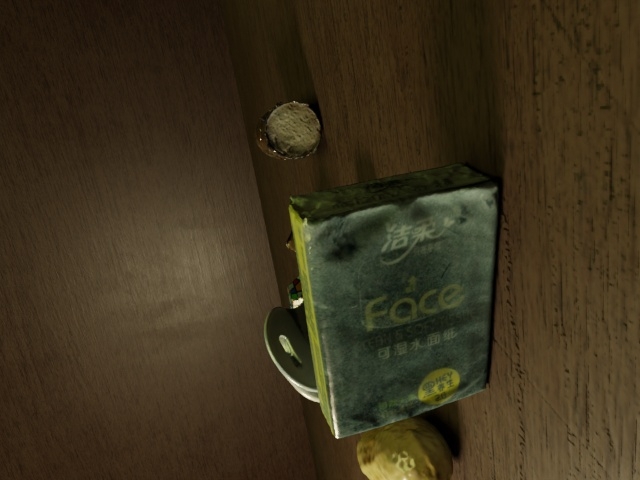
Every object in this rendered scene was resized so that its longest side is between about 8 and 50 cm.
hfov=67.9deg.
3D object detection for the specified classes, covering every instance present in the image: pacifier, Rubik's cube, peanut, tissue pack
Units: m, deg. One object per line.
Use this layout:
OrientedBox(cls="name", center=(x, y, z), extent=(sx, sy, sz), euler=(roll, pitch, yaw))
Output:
OrientedBox(cls="pacifier", center=(0.022, 0.200, 0.996), extent=(0.207, 0.279, 0.227), euler=(-46, 71, 28))
OrientedBox(cls="Rubik's cube", center=(-0.031, 0.151, 1.295), extent=(0.111, 0.133, 0.133), euler=(-69, -24, -57))
OrientedBox(cls="peanut", center=(0.128, 0.346, 0.748), extent=(0.274, 0.111, 0.125), euler=(103, 147, -66))
OrientedBox(cls="tissue pack", center=(0.077, 0.063, 0.485), extent=(0.081, 0.186, 0.256), euler=(-126, 25, -60))

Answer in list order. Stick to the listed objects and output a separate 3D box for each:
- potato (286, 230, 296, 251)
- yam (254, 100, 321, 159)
OrientedBox(cls="potato", center=(0.002, 0.001, 1.104), extent=(0.261, 0.100, 0.120), euler=(60, -127, -80))
OrientedBox(cls="yam", center=(-0.082, -0.247, 1.082), extent=(0.280, 0.131, 0.130), euler=(-140, 38, -73))
